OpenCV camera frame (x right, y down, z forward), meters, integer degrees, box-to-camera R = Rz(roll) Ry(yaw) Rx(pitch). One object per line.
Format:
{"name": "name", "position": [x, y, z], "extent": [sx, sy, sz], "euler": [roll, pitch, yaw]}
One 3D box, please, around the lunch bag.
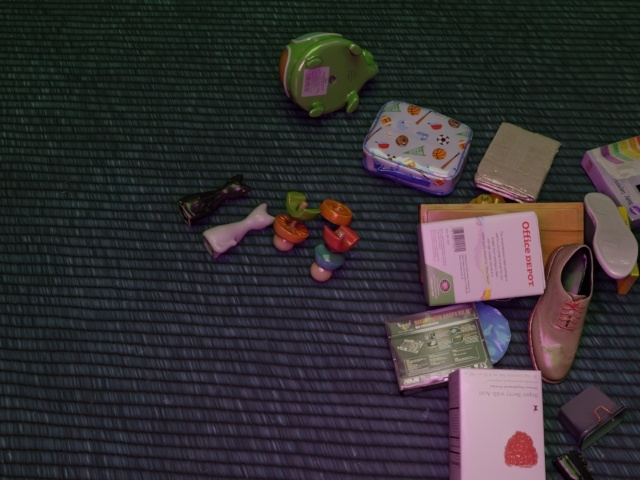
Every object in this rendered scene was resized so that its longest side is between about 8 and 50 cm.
{"name": "lunch bag", "position": [0.271, -0.264, 1.994], "extent": [0.303, 0.115, 0.243], "euler": [20, 64, 13]}

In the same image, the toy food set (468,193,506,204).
{"name": "toy food set", "position": [0.477, -0.049, 1.874], "extent": [0.128, 0.071, 0.218], "euler": [-13, 59, -5]}

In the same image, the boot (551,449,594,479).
{"name": "boot", "position": [0.551, 0.529, 1.535], "extent": [0.121, 0.045, 0.099], "euler": [-20, 62, -17]}

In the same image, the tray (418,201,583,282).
{"name": "tray", "position": [0.463, 0.005, 1.785], "extent": [0.410, 0.076, 0.203], "euler": [-1, 91, 3]}

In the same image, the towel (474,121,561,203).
{"name": "towel", "position": [0.563, -0.221, 1.975], "extent": [0.187, 0.049, 0.282], "euler": [25, 54, 15]}

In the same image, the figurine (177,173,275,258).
{"name": "figurine", "position": [-0.255, -0.075, 1.924], "extent": [0.209, 0.092, 0.215], "euler": [-31, 63, -20]}

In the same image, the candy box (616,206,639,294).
{"name": "candy box", "position": [0.784, 0.026, 1.794], "extent": [0.027, 0.105, 0.206], "euler": [0, 58, 8]}

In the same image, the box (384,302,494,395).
{"name": "box", "position": [0.286, 0.262, 1.679], "extent": [0.231, 0.056, 0.183], "euler": [-14, 61, 5]}

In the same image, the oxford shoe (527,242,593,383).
{"name": "oxford shoe", "position": [0.581, 0.171, 1.659], "extent": [0.123, 0.130, 0.348], "euler": [9, 82, 3]}

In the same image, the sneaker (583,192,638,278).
{"name": "sneaker", "position": [0.721, 0.023, 1.760], "extent": [0.104, 0.147, 0.296], "euler": [3, 42, 3]}

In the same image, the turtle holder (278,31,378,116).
{"name": "turtle holder", "position": [0.020, -0.537, 2.100], "extent": [0.320, 0.243, 0.227], "euler": [-36, 46, -8]}

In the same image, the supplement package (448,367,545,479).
{"name": "supplement package", "position": [0.375, 0.431, 1.486], "extent": [0.177, 0.175, 0.293], "euler": [1, 75, 2]}

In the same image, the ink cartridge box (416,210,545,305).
{"name": "ink cartridge box", "position": [0.388, 0.043, 1.694], "extent": [0.278, 0.117, 0.201], "euler": [-6, 90, 3]}

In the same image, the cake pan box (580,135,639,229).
{"name": "cake pan box", "position": [0.904, -0.166, 1.928], "extent": [0.245, 0.070, 0.267], "euler": [-16, 60, -4]}

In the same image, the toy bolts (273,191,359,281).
{"name": "toy bolts", "position": [0.000, 0.000, 1.863], "extent": [0.218, 0.158, 0.228], "euler": [2, 35, -44]}

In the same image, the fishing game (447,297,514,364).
{"name": "fishing game", "position": [0.377, 0.237, 1.726], "extent": [0.189, 0.041, 0.264], "euler": [9, 65, 17]}

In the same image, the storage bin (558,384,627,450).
{"name": "storage bin", "position": [0.619, 0.399, 1.588], "extent": [0.135, 0.098, 0.091], "euler": [-31, 52, -15]}
